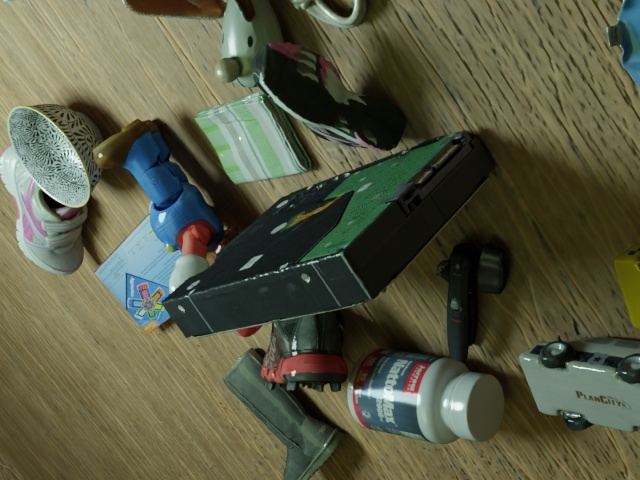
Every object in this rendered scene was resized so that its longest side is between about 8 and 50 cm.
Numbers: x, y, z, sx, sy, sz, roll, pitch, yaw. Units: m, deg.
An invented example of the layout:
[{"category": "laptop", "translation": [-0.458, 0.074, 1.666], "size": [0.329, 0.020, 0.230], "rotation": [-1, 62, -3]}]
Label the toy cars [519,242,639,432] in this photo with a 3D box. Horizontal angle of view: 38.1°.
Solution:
[{"category": "toy cars", "translation": [0.336, 0.089, 0.885], "size": [0.176, 0.087, 0.394], "rotation": [44, 147, 13]}]

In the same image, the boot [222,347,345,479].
[{"category": "boot", "translation": [-0.077, 0.289, 1.486], "size": [0.208, 0.076, 0.190], "rotation": [36, 129, 3]}]

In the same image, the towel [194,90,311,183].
[{"category": "towel", "translation": [-0.087, -0.122, 1.153], "size": [0.152, 0.023, 0.113], "rotation": [-7, 118, 48]}]

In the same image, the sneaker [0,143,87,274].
[{"category": "sneaker", "translation": [-0.435, -0.040, 1.510], "size": [0.111, 0.103, 0.252], "rotation": [21, 137, 33]}]

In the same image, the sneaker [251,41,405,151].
[{"category": "sneaker", "translation": [-0.003, -0.138, 0.975], "size": [0.178, 0.072, 0.077], "rotation": [32, 161, -26]}]

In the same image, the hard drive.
[{"category": "hard drive", "translation": [0.000, 0.000, 1.002], "size": [0.339, 0.237, 0.064], "rotation": [-18, 110, 50]}]

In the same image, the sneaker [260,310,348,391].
[{"category": "sneaker", "translation": [-0.024, 0.141, 1.275], "size": [0.276, 0.097, 0.135], "rotation": [139, 133, -75]}]

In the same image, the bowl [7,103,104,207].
[{"category": "bowl", "translation": [-0.375, -0.141, 1.374], "size": [0.170, 0.080, 0.170], "rotation": [26, 139, 25]}]

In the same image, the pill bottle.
[{"category": "pill bottle", "translation": [0.132, 0.196, 1.161], "size": [0.180, 0.108, 0.108], "rotation": [1, 124, 44]}]

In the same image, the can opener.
[{"category": "can opener", "translation": [0.164, 0.074, 1.056], "size": [0.073, 0.059, 0.186], "rotation": [26, 139, 25]}]

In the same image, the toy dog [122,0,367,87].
[{"category": "toy dog", "translation": [-0.126, -0.295, 0.913], "size": [0.220, 0.161, 0.334], "rotation": [-12, 115, 50]}]

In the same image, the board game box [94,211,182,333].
[{"category": "board game box", "translation": [-0.270, 0.055, 1.498], "size": [0.145, 0.027, 0.281], "rotation": [51, 144, -3]}]

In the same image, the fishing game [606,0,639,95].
[{"category": "fishing game", "translation": [0.314, -0.153, 0.713], "size": [0.189, 0.041, 0.264], "rotation": [3, 125, 40]}]

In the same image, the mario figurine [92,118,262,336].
[{"category": "mario figurine", "translation": [-0.193, 0.004, 1.243], "size": [0.170, 0.198, 0.320], "rotation": [-35, 93, 41]}]
